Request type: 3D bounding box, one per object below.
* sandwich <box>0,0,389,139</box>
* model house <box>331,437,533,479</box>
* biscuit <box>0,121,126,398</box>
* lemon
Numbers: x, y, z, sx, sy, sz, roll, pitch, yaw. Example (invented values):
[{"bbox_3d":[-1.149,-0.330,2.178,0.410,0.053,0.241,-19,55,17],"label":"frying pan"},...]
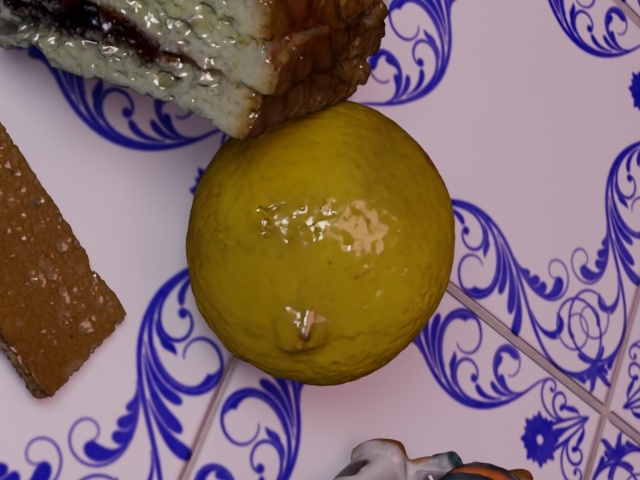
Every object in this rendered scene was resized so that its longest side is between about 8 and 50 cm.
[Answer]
[{"bbox_3d":[-0.131,-0.207,1.209,0.262,0.325,0.131,-35,146,-63],"label":"sandwich"},{"bbox_3d":[0.133,0.266,1.368,0.301,0.271,0.190,-38,122,-54],"label":"model house"},{"bbox_3d":[-0.260,0.011,1.204,0.231,0.025,0.131,60,42,-19],"label":"biscuit"},{"bbox_3d":[0.000,-0.002,1.294,0.267,0.267,0.267,9,76,-38],"label":"lemon"}]
